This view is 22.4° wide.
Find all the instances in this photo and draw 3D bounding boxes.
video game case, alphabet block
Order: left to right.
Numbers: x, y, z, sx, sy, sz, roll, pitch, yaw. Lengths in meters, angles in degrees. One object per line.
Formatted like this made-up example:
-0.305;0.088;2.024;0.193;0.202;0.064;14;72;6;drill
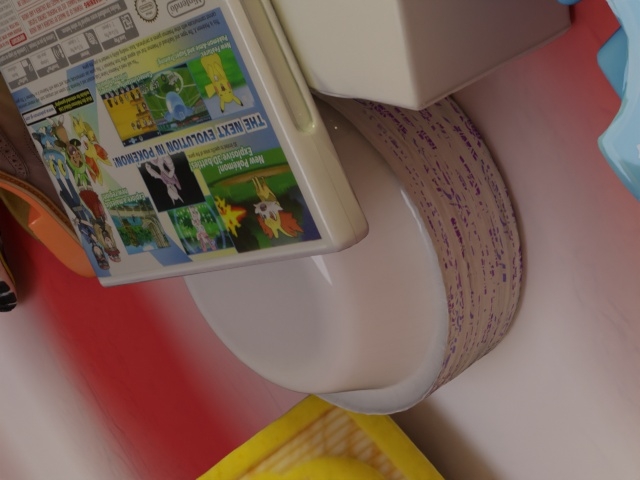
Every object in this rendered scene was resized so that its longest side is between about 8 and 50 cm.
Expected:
-0.127;-0.117;1.113;0.329;0.036;0.300;-9;107;55;video game case
-0.002;0.260;1.332;0.192;0.193;0.197;47;157;15;alphabet block

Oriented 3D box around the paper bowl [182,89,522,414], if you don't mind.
0.000;0.000;1.208;0.284;0.148;0.284;30;136;34;paper bowl

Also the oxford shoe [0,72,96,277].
-0.223;-0.105;1.333;0.133;0.130;0.363;-18;144;18;oxford shoe

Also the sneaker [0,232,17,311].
-0.380;-0.017;1.724;0.300;0.111;0.121;97;174;-58;sneaker

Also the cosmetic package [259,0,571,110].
0.043;-0.198;0.996;0.151;0.151;0.183;18;128;45;cosmetic package

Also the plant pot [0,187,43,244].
-0.277;-0.080;1.598;0.236;0.032;0.236;31;136;34;plant pot

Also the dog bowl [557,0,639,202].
0.182;-0.140;0.866;0.074;0.166;0.297;-36;86;45;dog bowl
